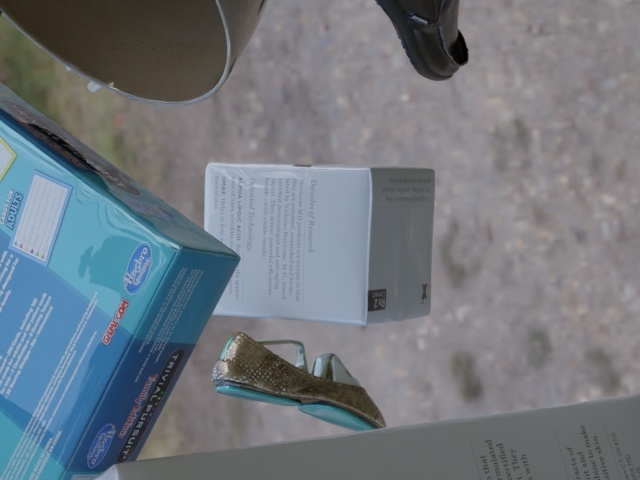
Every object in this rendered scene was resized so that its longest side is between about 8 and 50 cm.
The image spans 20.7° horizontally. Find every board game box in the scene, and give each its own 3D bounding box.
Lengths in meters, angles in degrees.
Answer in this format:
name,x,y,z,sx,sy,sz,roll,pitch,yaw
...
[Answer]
name,x,y,z,sx,sy,sz,roll,pitch,yaw
board game box,-0.249,0.035,1.328,0.336,0.079,0.254,35,103,31

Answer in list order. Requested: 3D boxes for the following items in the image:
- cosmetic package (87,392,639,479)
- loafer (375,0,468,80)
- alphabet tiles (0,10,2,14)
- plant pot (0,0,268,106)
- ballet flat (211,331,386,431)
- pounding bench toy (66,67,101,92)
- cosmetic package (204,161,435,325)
name,x,y,z,sx,sy,sz,roll,pitch,yaw
cosmetic package,0.015,0.197,1.005,0.197,0.365,0.155,-34,66,54
loafer,0.103,-0.224,1.651,0.220,0.078,0.080,46,-152,-58
alphabet tiles,-0.339,-0.198,1.243,0.009,0.198,0.237,-63,4,9
plant pot,-0.135,-0.271,1.347,0.284,0.191,0.284,28,152,16
ballet flat,-0.012,0.133,1.678,0.073,0.206,0.067,-6,68,48
pounding bench toy,-0.225,-0.198,1.796,0.052,0.065,0.083,-16,99,46
cosmetic package,0.000,0.000,1.722,0.183,0.151,0.151,2,93,27
